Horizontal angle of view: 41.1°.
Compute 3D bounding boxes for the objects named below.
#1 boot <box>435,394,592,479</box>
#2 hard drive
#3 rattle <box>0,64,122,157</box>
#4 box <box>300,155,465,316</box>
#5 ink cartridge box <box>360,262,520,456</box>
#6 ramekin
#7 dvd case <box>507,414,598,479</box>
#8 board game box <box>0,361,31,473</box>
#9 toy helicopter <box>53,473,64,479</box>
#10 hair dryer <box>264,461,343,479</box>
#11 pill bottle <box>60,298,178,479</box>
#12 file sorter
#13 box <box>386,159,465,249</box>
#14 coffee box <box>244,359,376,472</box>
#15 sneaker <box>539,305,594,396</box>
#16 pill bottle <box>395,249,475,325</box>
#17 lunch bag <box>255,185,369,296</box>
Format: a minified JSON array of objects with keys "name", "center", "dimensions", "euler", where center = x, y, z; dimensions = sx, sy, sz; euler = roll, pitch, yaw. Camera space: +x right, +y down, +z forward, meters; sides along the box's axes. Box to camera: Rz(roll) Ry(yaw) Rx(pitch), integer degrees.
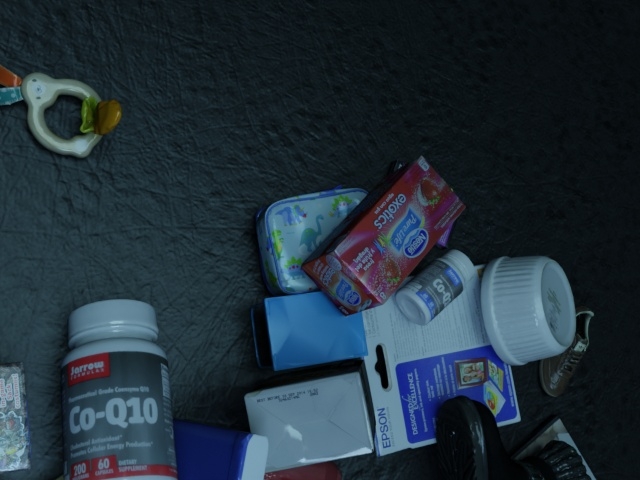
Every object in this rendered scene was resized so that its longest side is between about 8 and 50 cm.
[{"name":"boot","center":[0.353,0.402,1.521],"dimensions":[0.260,0.131,0.348],"euler":[-18,107,-22]},{"name":"hard drive","center":[-0.182,0.375,1.243],"dimensions":[0.040,0.318,0.210],"euler":[16,76,-29]},{"name":"rattle","center":[-0.425,-0.219,1.340],"dimensions":[0.199,0.143,0.130],"euler":[39,88,-19]},{"name":"box","center":[0.106,-0.007,1.425],"dimensions":[0.123,0.128,0.257],"euler":[48,60,-9]},{"name":"ink cartridge box","center":[0.202,0.211,1.568],"dimensions":[0.307,0.072,0.304],"euler":[-8,86,-21]},{"name":"ramekin","center":[0.392,0.125,1.586],"dimensions":[0.207,0.109,0.207],"euler":[22,62,-50]},{"name":"dvd case","center":[0.412,0.479,1.634],"dimensions":[0.253,0.022,0.180],"euler":[-33,95,-23]},{"name":"board game box","center":[-0.554,0.255,1.159],"dimensions":[0.290,0.232,0.141],"euler":[-4,82,-23]},{"name":"toy helicopter","center":[-0.417,0.427,1.249],"dimensions":[0.355,0.140,0.235],"euler":[-37,90,-35]},{"name":"hair dryer","center":[-0.048,0.448,1.377],"dimensions":[0.223,0.080,0.294],"euler":[-39,117,-24]},{"name":"pill bottle","center":[-0.303,0.242,1.272],"dimensions":[0.161,0.161,0.283],"euler":[0,64,-22]},{"name":"file sorter","center":[-0.023,0.151,1.461],"dimensions":[0.170,0.104,0.118],"euler":[-6,84,-23]},{"name":"box","center":[0.189,-0.067,1.624],"dimensions":[0.162,0.029,0.116],"euler":[25,73,-16]},{"name":"coffee box","center":[-0.004,0.264,1.326],"dimensions":[0.168,0.297,0.119],"euler":[-12,85,4]},{"name":"sneaker","center":[0.485,0.214,1.678],"dimensions":[0.066,0.071,0.189],"euler":[23,73,-18]},{"name":"pill bottle","center":[0.205,0.081,1.512],"dimensions":[0.137,0.078,0.078],"euler":[-39,97,-24]},{"name":"lunch bag","center":[0.000,0.000,1.503],"dimensions":[0.218,0.090,0.176],"euler":[-11,87,-23]}]
